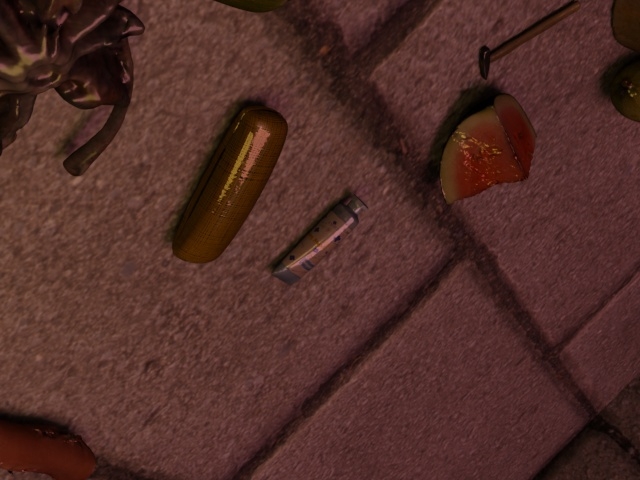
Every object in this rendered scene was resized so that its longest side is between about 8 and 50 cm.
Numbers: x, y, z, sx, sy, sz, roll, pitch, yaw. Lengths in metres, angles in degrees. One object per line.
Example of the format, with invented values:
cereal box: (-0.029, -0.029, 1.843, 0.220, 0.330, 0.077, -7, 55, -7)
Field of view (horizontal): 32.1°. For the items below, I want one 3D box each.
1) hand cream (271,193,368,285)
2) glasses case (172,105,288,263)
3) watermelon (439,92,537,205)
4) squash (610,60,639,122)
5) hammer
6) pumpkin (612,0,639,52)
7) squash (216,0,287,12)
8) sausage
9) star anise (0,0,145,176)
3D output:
hand cream: (0.000, 0.000, 1.657, 0.171, 0.043, 0.065, -44, 148, 7)
glasses case: (-0.115, -0.067, 1.428, 0.079, 0.064, 0.234, 7, 123, -43)
watermelon: (0.250, -0.139, 1.742, 0.145, 0.137, 0.193, -19, 159, 28)
squash: (0.577, -0.259, 1.944, 0.187, 0.123, 0.123, -7, 132, -46)
hammer: (0.318, -0.310, 1.688, 0.199, 0.013, 0.062, -32, 146, -18)
pumpkin: (0.657, -0.399, 1.805, 0.332, 0.199, 0.332, -27, 145, -21)
squash: (-0.110, -0.289, 1.177, 0.258, 0.069, 0.069, 12, 118, -53)
sausage: (-0.403, 0.273, 1.483, 0.078, 0.078, 0.304, -47, 149, 4)
star anise: (-0.291, -0.188, 1.051, 0.316, 0.139, 0.359, 1, 143, -40)
